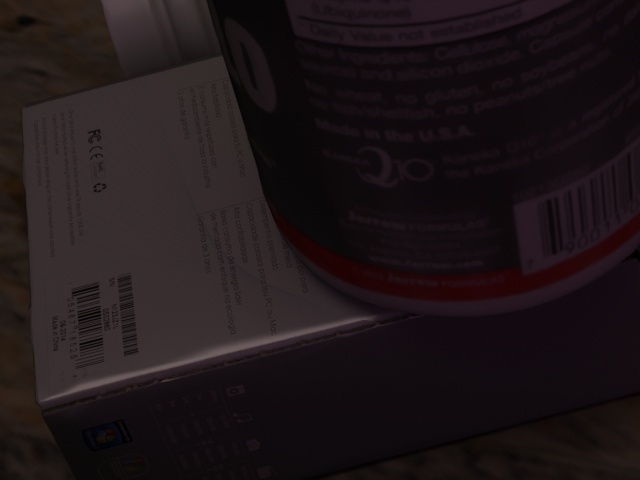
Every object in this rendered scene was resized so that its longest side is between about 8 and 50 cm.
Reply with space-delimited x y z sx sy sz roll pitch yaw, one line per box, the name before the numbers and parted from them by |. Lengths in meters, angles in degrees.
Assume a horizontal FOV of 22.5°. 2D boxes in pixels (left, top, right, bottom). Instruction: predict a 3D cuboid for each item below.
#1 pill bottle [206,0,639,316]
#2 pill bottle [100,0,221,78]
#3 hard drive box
pill bottle | 0.033 -0.121 0.520 0.161 0.283 0.161 -7 46 8
pill bottle | -0.013 -0.125 0.784 0.180 0.108 0.108 -17 46 -1
hard drive box | 0.000 0.000 0.675 0.232 0.089 0.181 -14 46 2
